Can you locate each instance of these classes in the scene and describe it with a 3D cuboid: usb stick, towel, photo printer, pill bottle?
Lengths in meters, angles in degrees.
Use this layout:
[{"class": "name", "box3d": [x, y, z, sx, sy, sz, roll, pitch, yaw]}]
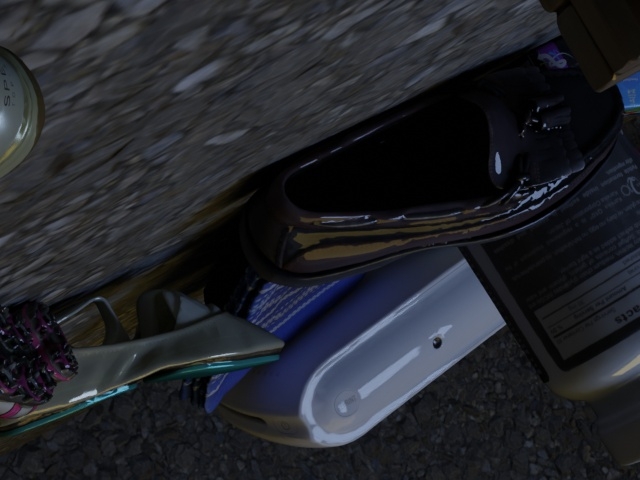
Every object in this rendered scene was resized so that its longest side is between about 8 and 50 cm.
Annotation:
[{"class": "usb stick", "box3d": [-0.062, 0.026, 1.311, 0.077, 0.045, 0.278, -37, 178, -16]}, {"class": "towel", "box3d": [0.006, 0.019, 1.181, 0.243, 0.040, 0.336, -37, 170, -30]}, {"class": "photo printer", "box3d": [0.026, 0.088, 1.419, 0.307, 0.107, 0.256, -34, -157, -22]}, {"class": "pill bottle", "box3d": [0.216, 0.025, 1.102, 0.162, 0.278, 0.162, -32, 174, -4]}]

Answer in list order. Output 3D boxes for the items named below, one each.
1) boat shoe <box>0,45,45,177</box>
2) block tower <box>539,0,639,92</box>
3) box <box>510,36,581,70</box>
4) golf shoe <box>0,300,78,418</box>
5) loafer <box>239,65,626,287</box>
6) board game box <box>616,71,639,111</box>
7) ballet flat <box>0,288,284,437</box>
[{"class": "boat shoe", "box3d": [-0.134, -0.007, 0.353, 0.135, 0.050, 0.045, -40, 172, 4]}, {"class": "block tower", "box3d": [0.131, -0.132, 0.311, 0.097, 0.091, 0.335, -29, 176, -14]}, {"class": "box", "box3d": [0.209, -0.149, 1.126, 0.162, 0.029, 0.116, -29, 176, -23]}, {"class": "golf shoe", "box3d": [-0.203, 0.082, 0.834, 0.086, 0.067, 0.186, -28, 176, 0]}, {"class": "loafer", "box3d": [0.090, -0.052, 0.959, 0.302, 0.109, 0.095, -22, 164, -17]}, {"class": "board game box", "box3d": [0.347, -0.146, 1.358, 0.211, 0.039, 0.160, -7, -178, -15]}, {"class": "ballet flat", "box3d": [-0.134, 0.075, 1.011, 0.248, 0.086, 0.086, -12, 166, -38]}]
